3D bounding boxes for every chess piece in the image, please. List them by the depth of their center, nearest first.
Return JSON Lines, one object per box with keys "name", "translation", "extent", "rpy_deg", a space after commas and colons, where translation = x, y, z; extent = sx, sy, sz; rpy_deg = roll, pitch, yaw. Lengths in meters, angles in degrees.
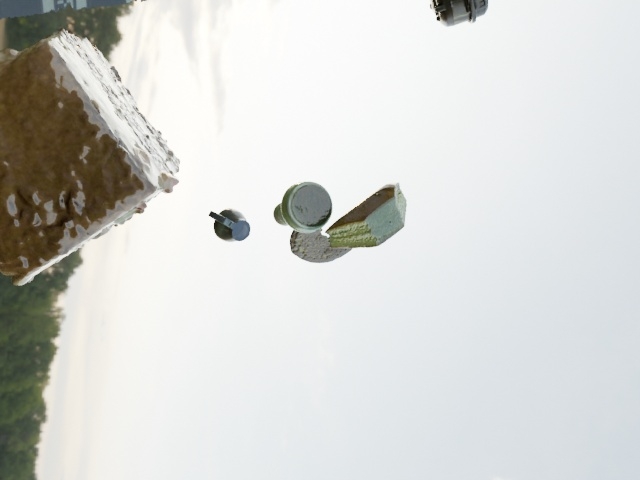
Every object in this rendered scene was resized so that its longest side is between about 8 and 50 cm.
{"name": "chess piece", "translation": [-0.074, -0.081, 1.770], "extent": [0.272, 0.139, 0.139], "rpy_deg": [169, -76, -69]}

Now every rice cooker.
{"name": "rice cooker", "translation": [0.260, -0.474, 1.212], "extent": [0.165, 0.107, 0.112], "rpy_deg": [-81, 155, -57]}

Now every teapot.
{"name": "teapot", "translation": [-0.172, -0.030, 1.208], "extent": [0.057, 0.088, 0.066], "rpy_deg": [23, -98, 45]}

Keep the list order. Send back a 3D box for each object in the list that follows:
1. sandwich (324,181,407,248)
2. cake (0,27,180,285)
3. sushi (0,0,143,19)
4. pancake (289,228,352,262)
{"name": "sandwich", "translation": [0.136, -0.057, 1.591], "extent": [0.096, 0.258, 0.094], "rpy_deg": [26, -34, 50]}
{"name": "cake", "translation": [-0.371, -0.127, 0.882], "extent": [0.282, 0.256, 0.290], "rpy_deg": [55, -2, -13]}
{"name": "sushi", "translation": [-0.376, -0.488, 0.989], "extent": [0.100, 0.373, 0.296], "rpy_deg": [31, -53, 25]}
{"name": "pancake", "translation": [0.000, 0.000, 1.818], "extent": [0.020, 0.184, 0.190], "rpy_deg": [-99, 164, -44]}
